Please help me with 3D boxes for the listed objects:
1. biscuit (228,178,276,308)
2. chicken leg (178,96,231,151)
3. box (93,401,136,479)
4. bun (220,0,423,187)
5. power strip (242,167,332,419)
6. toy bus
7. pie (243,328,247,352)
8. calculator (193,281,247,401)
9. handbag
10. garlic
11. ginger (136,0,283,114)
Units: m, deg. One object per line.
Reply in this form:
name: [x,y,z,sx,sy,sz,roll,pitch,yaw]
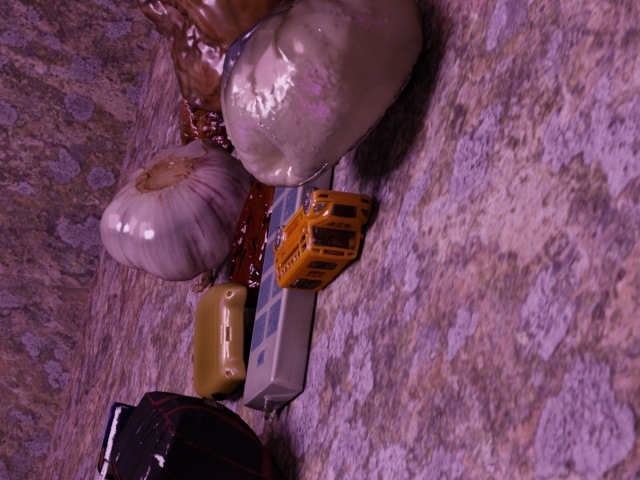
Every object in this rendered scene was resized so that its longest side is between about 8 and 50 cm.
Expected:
biscuit: [-0.079,-0.001,1.713,0.192,0.049,0.192,-162,90,-73]
chicken leg: [-0.203,-0.186,2.275,0.322,0.083,0.177,168,103,-69]
box: [-0.208,0.345,1.590,0.071,0.168,0.259,156,128,-72]
bun: [-0.006,-0.185,1.382,0.273,0.168,0.273,-45,14,15]
power strip: [-0.038,0.042,1.536,0.106,0.043,0.367,134,148,-56]
toy bus: [0.000,0.000,1.409,0.162,0.069,0.074,131,142,-61]
pie: [-0.120,0.155,1.747,0.084,0.020,0.084,-164,90,-72]
calculator: [-0.142,0.137,1.714,0.236,0.033,0.157,147,124,-69]
handbag: [-0.132,0.260,1.418,0.155,0.169,0.215,-58,15,-3]
garlic: [-0.204,-0.011,1.963,0.245,0.245,0.253,-92,-12,-49]
ginger: [-0.099,-0.301,1.731,0.200,0.223,0.269,-2,111,64]
